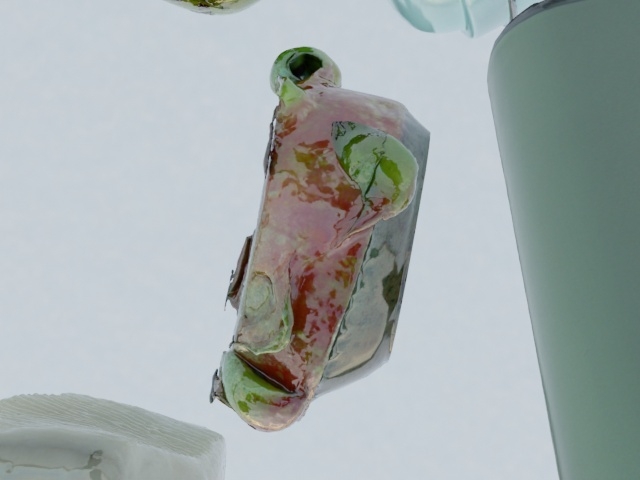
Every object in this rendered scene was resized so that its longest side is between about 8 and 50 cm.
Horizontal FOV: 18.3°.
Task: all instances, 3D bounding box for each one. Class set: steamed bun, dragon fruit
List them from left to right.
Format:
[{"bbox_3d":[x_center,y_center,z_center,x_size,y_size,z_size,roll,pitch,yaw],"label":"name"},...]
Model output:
[{"bbox_3d":[-0.244,0.292,2.039,0.247,0.383,0.236,10,91,13],"label":"steamed bun"},{"bbox_3d":[0.000,0.000,1.462,0.130,0.295,0.268,10,169,0],"label":"dragon fruit"}]

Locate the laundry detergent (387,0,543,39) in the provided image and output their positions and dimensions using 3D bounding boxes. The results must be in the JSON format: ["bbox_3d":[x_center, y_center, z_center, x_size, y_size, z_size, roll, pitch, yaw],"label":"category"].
[{"bbox_3d":[0.110,-0.278,1.073,0.305,0.287,0.287,-27,127,2],"label":"laundry detergent"}]

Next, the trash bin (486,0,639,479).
[{"bbox_3d":[0.152,0.108,0.546,0.158,0.343,0.223,-12,135,12],"label":"trash bin"}]

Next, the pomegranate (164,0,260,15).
[{"bbox_3d":[-0.080,-0.278,1.640,0.198,0.198,0.246,-10,167,17],"label":"pomegranate"}]
